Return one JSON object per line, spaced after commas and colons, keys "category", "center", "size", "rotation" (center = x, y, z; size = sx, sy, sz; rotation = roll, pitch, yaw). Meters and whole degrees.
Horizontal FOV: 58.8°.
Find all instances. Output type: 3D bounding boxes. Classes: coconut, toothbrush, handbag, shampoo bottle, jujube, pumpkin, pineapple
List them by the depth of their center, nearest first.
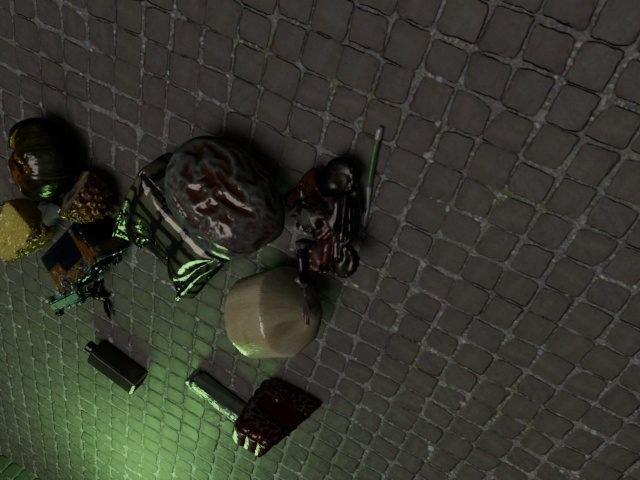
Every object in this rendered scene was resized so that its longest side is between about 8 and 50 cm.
{"category": "toothbrush", "center": [0.114, -0.141, 1.294], "size": [0.024, 0.018, 0.257], "rotation": [24, 129, 21]}
{"category": "jujube", "center": [-0.224, -0.098, 1.351], "size": [0.308, 0.246, 0.215], "rotation": [38, 140, -1]}
{"category": "coconut", "center": [-0.113, 0.190, 1.488], "size": [0.266, 0.237, 0.237], "rotation": [-18, 110, 34]}
{"category": "handbag", "center": [-0.400, -0.021, 1.562], "size": [0.325, 0.162, 0.327], "rotation": [48, 137, -2]}
{"category": "pumpkin", "center": [-0.792, -0.230, 1.623], "size": [0.238, 0.159, 0.237], "rotation": [23, 123, 40]}
{"category": "pineapple", "center": [-0.660, -0.107, 1.654], "size": [0.137, 0.161, 0.176], "rotation": [32, 165, -32]}
{"category": "shampoo bottle", "center": [-0.765, 0.458, 2.105], "size": [0.246, 0.080, 0.079], "rotation": [35, 128, 3]}

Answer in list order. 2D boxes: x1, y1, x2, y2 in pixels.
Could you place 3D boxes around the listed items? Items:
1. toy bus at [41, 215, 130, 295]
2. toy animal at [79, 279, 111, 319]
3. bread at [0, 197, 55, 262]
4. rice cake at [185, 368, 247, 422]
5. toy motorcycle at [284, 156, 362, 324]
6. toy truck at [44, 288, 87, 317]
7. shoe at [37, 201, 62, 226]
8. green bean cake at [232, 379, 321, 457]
{"category": "toy bus", "center": [-0.736, 0.041, 1.775], "size": [0.275, 0.138, 0.167], "rotation": [-32, 90, 36]}
{"category": "toy animal", "center": [-0.770, 0.183, 1.955], "size": [0.108, 0.062, 0.220], "rotation": [-4, 118, 10]}
{"category": "bread", "center": [-0.968, -0.038, 1.862], "size": [0.160, 0.147, 0.261], "rotation": [52, 130, 1]}
{"category": "rice cake", "center": [-0.315, 0.561, 1.939], "size": [0.336, 0.066, 0.063], "rotation": [39, 130, 2]}
{"category": "toy motorcycle", "center": [0.000, 0.000, 1.348], "size": [0.207, 0.134, 0.400], "rotation": [9, 110, 33]}
{"category": "toy truck", "center": [-0.898, 0.205, 2.028], "size": [0.154, 0.078, 0.080], "rotation": [-27, 106, 20]}
{"category": "shoe", "center": [-0.822, -0.079, 1.761], "size": [0.195, 0.079, 0.078], "rotation": [15, 89, 44]}
{"category": "green bean cake", "center": [-0.141, 0.545, 1.731], "size": [0.199, 0.232, 0.097], "rotation": [29, 133, 15]}
